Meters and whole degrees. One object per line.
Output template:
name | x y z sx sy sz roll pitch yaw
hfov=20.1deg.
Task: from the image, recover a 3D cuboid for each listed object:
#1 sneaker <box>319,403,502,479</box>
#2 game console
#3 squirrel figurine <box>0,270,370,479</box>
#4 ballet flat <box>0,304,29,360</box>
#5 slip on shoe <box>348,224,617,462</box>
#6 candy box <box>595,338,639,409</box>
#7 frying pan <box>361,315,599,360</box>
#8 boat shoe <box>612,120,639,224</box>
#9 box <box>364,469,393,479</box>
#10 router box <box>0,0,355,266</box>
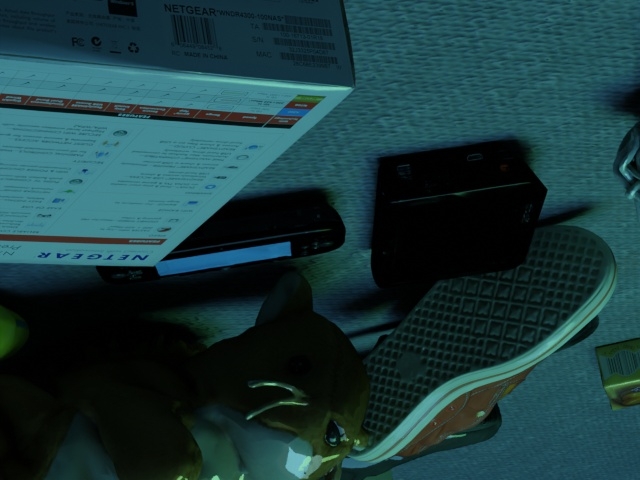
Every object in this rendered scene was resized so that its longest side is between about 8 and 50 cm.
sneaker | 0.046 0.199 1.893 0.286 0.109 0.130 -1 126 -3
game console | 0.000 0.000 1.471 0.361 0.044 0.213 -8 160 -2
squirrel figurine | -0.149 0.168 1.610 0.370 0.281 0.397 -29 -163 -9
ballet flat | -0.350 0.108 1.568 0.231 0.077 0.077 -20 171 24
slip on shoe | 0.145 0.097 1.642 0.101 0.123 0.331 11 137 -45
candy box | 0.409 0.137 2.029 0.187 0.053 0.109 -15 159 9
frying pan | 0.125 0.106 1.806 0.326 0.053 0.197 -23 155 35
boat shoe | 0.275 -0.055 1.348 0.105 0.113 0.306 -28 166 9
box | -0.035 0.308 2.188 0.148 0.121 0.311 -20 158 25
router box | -0.198 -0.077 1.106 0.335 0.082 0.301 3 157 -31
